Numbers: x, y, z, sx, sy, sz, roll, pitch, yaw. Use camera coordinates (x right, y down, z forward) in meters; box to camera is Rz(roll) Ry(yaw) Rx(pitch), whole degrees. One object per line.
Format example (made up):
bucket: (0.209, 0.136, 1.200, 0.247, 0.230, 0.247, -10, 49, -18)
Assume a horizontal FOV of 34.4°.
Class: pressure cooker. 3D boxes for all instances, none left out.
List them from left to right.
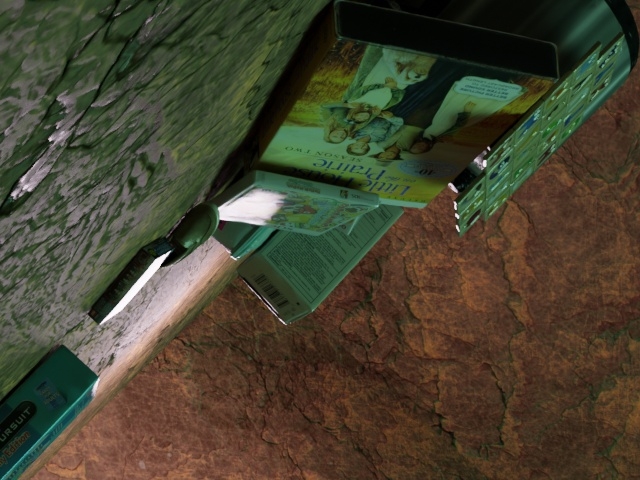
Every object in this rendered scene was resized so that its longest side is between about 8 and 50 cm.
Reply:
pressure cooker: (0.275, -0.278, 1.740, 0.420, 0.375, 0.370, -45, 145, -7)

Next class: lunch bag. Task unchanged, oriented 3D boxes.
lunch bag: (-0.086, -0.088, 1.876, 0.224, 0.108, 0.279, -48, 180, 28)

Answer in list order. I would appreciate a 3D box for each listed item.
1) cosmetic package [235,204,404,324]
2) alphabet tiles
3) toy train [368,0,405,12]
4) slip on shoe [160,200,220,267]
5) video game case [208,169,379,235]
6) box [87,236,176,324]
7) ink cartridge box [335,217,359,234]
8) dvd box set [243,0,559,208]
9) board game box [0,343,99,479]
cosmetic package: (0.000, 0.000, 1.952, 0.296, 0.153, 0.129, -45, -174, -30)
alphabet tiles: (0.317, -0.149, 1.512, 0.342, 0.011, 0.285, -45, 164, -6)
toy train: (0.057, -0.277, 1.503, 0.184, 0.080, 0.105, -50, -172, 26)
slip on shoe: (-0.205, -0.006, 1.584, 0.135, 0.051, 0.041, -39, -174, 27)
video game case: (-0.050, -0.054, 1.619, 0.227, 0.206, 0.026, 154, -58, -62)
box: (-0.277, 0.058, 1.522, 0.137, 0.027, 0.094, -48, 179, 16)
ink cartridge box: (0.045, -0.087, 1.824, 0.143, 0.092, 0.090, -64, 173, 32)
dvd box set: (0.091, -0.170, 1.444, 0.420, 0.308, 0.062, 133, -39, -60)
board game box: (-0.480, 0.319, 1.547, 0.336, 0.079, 0.254, -47, 180, -20)
